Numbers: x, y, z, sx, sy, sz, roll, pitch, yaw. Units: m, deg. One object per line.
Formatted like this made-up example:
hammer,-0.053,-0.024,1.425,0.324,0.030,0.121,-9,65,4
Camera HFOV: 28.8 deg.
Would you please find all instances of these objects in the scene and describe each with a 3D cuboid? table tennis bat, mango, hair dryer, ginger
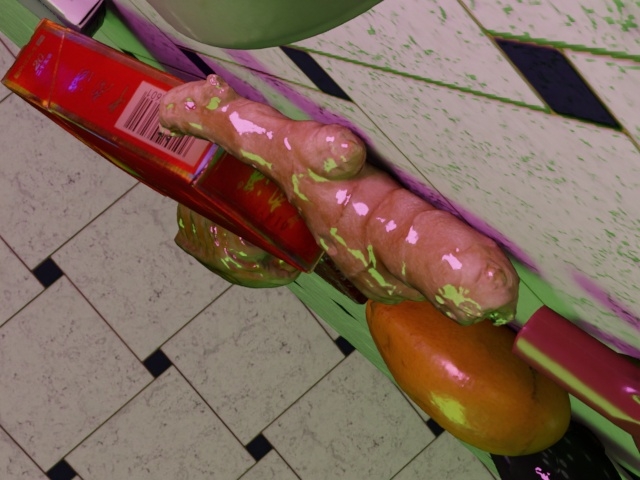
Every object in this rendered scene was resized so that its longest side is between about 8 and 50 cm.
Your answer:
table tennis bat,0.252,0.140,0.744,0.310,0.038,0.200,35,157,17
mango,0.128,0.111,1.147,0.227,0.109,0.147,37,-163,29
hair dryer,0.301,0.276,1.426,0.359,0.120,0.303,34,-172,-40
ginger,0.011,-0.032,0.940,0.334,0.081,0.148,38,169,16

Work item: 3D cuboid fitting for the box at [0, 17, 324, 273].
box,-0.144,-0.094,1.208,0.313,0.089,0.197,29,175,39

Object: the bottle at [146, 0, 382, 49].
bottle,-0.060,-0.161,0.269,0.120,0.120,0.253,35,172,46

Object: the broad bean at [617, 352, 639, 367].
broad bean,0.279,0.164,0.874,0.292,0.049,0.144,44,176,-5

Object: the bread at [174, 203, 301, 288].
bread,-0.104,-0.010,1.614,0.152,0.130,0.268,48,171,-19

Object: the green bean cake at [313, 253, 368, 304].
green bean cake,0.000,0.000,1.370,0.136,0.056,0.135,37,174,33

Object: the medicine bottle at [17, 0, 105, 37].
medicine bottle,-0.305,-0.283,1.255,0.201,0.052,0.171,40,173,-9
